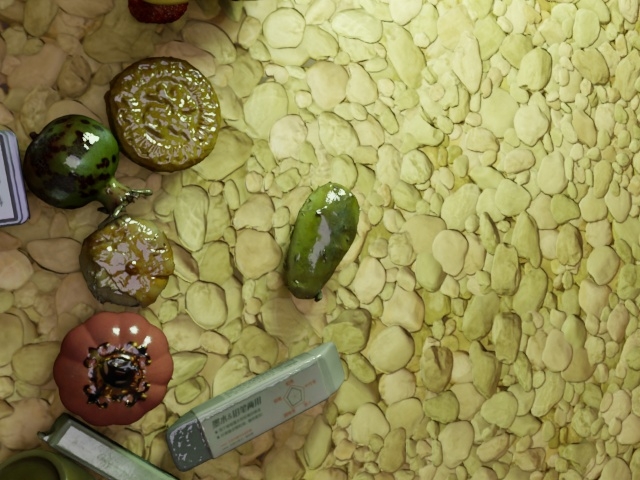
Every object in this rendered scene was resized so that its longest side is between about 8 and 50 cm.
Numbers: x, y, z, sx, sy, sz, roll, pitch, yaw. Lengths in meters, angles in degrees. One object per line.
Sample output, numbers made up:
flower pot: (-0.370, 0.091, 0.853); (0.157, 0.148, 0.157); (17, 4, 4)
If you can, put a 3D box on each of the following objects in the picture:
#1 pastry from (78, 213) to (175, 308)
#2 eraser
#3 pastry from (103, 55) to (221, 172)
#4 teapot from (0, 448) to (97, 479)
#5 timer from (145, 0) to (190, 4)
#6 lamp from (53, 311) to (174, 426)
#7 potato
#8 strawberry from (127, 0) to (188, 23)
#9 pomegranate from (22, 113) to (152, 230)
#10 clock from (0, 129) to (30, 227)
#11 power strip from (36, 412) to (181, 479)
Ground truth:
pastry: (-0.308, 0.034, 1.037); (0.153, 0.081, 0.153); (5, 80, -28)
eraser: (-0.103, 0.288, 1.145); (0.351, 0.061, 0.089); (-22, 101, -23)
pastry: (-0.253, -0.202, 1.045); (0.188, 0.103, 0.189); (0, 90, -25)
teapot: (-0.410, 0.430, 0.954); (0.267, 0.186, 0.175); (-22, 134, 6)
timer: (-0.150, -0.518, 0.978); (0.386, 0.376, 0.376); (-32, 104, -6)
lamp: (-0.317, 0.200, 1.003); (0.182, 0.140, 0.182); (-1, 93, -21)
potato: (0.000, 0.000, 1.172); (0.117, 0.090, 0.226); (25, 77, -19)
strawberry: (-0.267, -0.393, 1.055); (0.096, 0.083, 0.083); (-27, 104, 11)
pomegranate: (-0.359, -0.101, 0.971); (0.148, 0.148, 0.169); (-36, 113, -20)
clock: (-0.532, -0.081, 0.936); (0.193, 0.073, 0.145); (-11, 96, -24)
power strip: (-0.321, 0.358, 1.035); (0.272, 0.078, 0.052); (40, 69, -19)
